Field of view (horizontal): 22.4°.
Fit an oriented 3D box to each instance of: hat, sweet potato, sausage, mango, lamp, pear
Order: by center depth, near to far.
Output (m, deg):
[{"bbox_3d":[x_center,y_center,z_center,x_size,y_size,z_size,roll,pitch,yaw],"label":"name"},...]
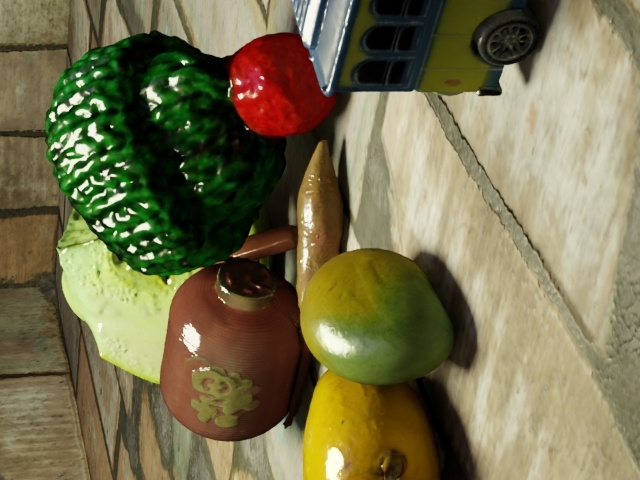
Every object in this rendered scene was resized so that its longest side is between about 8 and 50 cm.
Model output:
[{"bbox_3d":[0.052,0.070,1.468,0.195,0.130,0.092,20,148,54],"label":"mango"},{"bbox_3d":[0.039,0.202,1.538,0.317,0.119,0.176,-136,43,-80],"label":"mango"},{"bbox_3d":[-0.001,0.000,1.747,0.065,0.051,0.218,-159,69,-77],"label":"sweet potato"},{"bbox_3d":[-0.122,-0.114,1.774,0.332,0.274,0.242,-20,39,34],"label":"hat"},{"bbox_3d":[-0.097,0.137,1.909,0.180,0.180,0.258,-109,22,-45],"label":"lamp"},{"bbox_3d":[-0.083,0.011,1.925,0.147,0.030,0.035,-19,71,26],"label":"sausage"},{"bbox_3d":[-0.173,0.051,2.081,0.176,0.286,0.281,-80,-28,-63],"label":"pear"}]

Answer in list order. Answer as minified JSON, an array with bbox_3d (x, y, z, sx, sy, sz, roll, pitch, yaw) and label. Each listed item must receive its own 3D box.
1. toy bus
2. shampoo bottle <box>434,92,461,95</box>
[{"bbox_3d":[0.086,-0.250,1.190,0.287,0.175,0.138,105,158,-46],"label":"toy bus"},{"bbox_3d":[0.080,-0.176,1.422,0.204,0.065,0.065,-136,46,-68],"label":"shampoo bottle"}]
